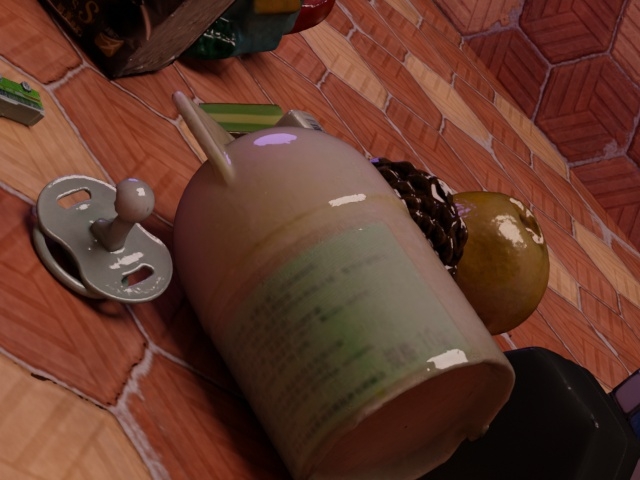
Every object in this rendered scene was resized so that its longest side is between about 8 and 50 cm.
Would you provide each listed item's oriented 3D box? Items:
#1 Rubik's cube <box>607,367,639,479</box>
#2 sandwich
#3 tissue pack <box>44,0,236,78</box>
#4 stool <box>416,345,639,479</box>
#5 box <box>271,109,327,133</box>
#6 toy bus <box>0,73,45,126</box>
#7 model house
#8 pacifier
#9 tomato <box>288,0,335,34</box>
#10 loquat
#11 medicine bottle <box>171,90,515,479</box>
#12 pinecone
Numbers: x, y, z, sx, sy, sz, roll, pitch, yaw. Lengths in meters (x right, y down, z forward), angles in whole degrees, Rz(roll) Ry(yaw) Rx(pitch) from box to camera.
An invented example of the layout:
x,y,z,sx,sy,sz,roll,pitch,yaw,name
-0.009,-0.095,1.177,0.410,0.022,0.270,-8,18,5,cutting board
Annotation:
x,y,z,sx,sy,sz,roll,pitch,yaw,name
0.533,0.330,2.042,0.287,0.293,0.292,34,20,-36,Rubik's cube
-0.106,-0.133,2.044,0.116,0.074,0.074,0,40,-21,sandwich
-0.278,-0.404,1.911,0.370,0.210,0.198,47,21,5,tissue pack
0.223,0.234,1.675,0.141,0.232,0.232,27,26,-49,stool
0.000,0.000,1.739,0.259,0.168,0.071,50,16,16,box
-0.318,-0.144,1.553,0.083,0.031,0.037,20,41,-55,toy bus
-0.131,-0.435,2.120,0.230,0.248,0.280,-12,54,-35,model house
-0.196,-0.013,1.419,0.127,0.116,0.150,-20,69,-43,pacifier
-0.092,-0.383,2.365,0.200,0.139,0.233,-24,61,-34,tomato
0.212,0.034,2.118,0.213,0.213,0.213,41,19,-17,loquat
-0.011,0.035,1.524,0.236,0.236,0.406,18,33,-56,medicine bottle
0.082,-0.001,1.904,0.208,0.208,0.207,41,19,-17,pinecone
